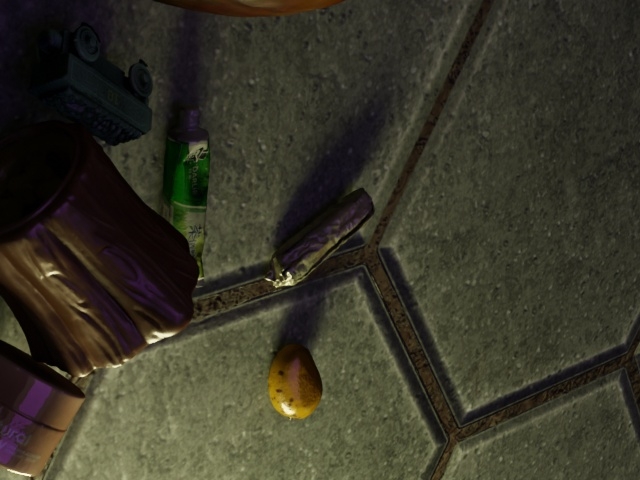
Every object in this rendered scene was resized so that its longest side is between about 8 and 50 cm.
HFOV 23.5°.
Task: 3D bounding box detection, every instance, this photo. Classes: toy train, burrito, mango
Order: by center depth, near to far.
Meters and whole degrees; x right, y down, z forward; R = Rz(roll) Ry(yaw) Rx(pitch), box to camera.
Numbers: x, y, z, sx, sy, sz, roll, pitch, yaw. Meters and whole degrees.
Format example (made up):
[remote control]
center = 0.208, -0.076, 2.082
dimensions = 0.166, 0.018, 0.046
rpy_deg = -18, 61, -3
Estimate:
[toy train]
center = -0.244, -0.163, 1.656
dimensions = 0.172, 0.070, 0.099
rpy_deg = 34, 50, -50
[burrito]
center = -0.001, 0.000, 2.042
dimensions = 0.188, 0.045, 0.058
rpy_deg = -39, 109, -21
[mango]
center = -0.035, 0.192, 2.100
dimensions = 0.079, 0.057, 0.114
rpy_deg = -20, 121, -30

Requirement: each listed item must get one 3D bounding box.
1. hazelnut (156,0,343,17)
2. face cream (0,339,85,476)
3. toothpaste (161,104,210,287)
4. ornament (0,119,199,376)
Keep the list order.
[hazelnut]
center = -0.055, -0.399, 1.486
dimensions = 0.402, 0.402, 0.429
rpy_deg = -33, 169, -30
[face cream]
center = -0.349, 0.179, 1.697
dimensions = 0.149, 0.149, 0.104
rpy_deg = 34, 86, -49
[toothpaste]
center = -0.163, -0.045, 1.850
dimensions = 0.078, 0.047, 0.248
rpy_deg = -16, 123, -38
[ornament]
center = -0.265, -0.002, 1.652
dimensions = 0.221, 0.235, 0.217
rpy_deg = -60, 137, -28
